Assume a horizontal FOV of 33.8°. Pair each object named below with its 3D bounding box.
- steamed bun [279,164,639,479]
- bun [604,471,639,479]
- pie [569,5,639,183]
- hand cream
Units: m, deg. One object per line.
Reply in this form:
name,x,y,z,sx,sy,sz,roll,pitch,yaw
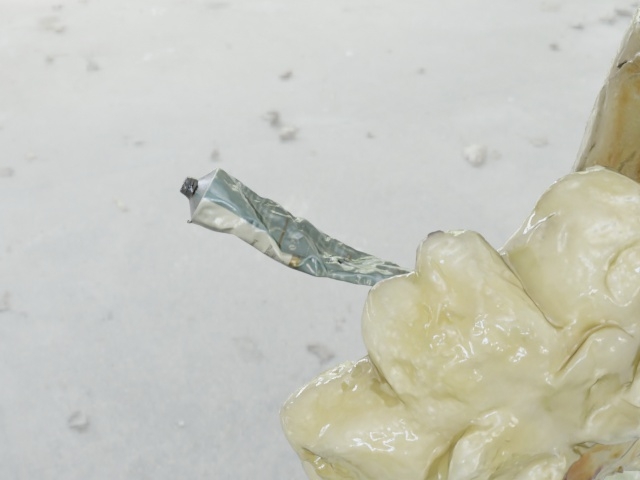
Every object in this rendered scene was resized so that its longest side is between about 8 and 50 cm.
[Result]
steamed bun,0.133,0.086,0.599,0.292,0.295,0.137,-34,62,-5
bun,0.274,0.249,1.169,0.239,0.239,0.141,-13,30,-19
pie,0.236,-0.028,0.773,0.129,0.282,0.068,30,27,34
hand cream,0.000,0.000,0.881,0.248,0.052,0.075,21,13,-7
